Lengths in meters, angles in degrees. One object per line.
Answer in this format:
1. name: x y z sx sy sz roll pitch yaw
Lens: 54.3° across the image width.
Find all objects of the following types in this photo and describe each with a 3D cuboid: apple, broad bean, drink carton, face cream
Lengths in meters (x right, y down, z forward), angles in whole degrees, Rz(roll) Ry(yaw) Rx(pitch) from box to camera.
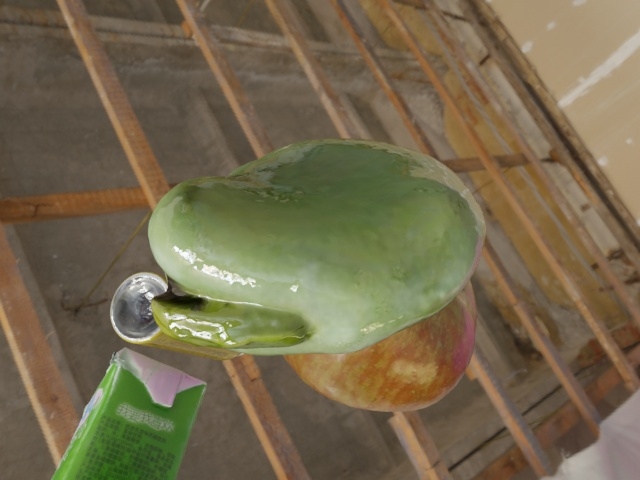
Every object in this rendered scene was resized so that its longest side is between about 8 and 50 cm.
1. apple: 0.089 0.094 0.900 0.309 0.250 0.277 -10 -135 -28
2. broad bean: 0.000 0.000 0.404 0.228 0.100 0.169 -32 -126 -22
3. drink carton: -0.220 0.262 0.619 0.108 0.161 0.271 27 -137 -16
4. face cream: -0.199 0.138 1.029 0.105 0.105 0.349 69 -170 22
